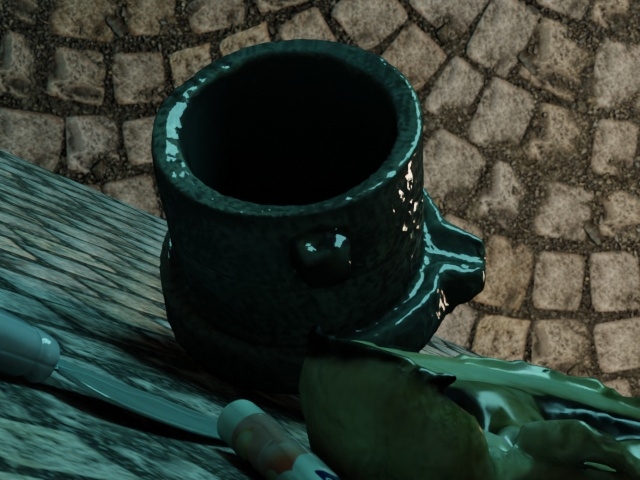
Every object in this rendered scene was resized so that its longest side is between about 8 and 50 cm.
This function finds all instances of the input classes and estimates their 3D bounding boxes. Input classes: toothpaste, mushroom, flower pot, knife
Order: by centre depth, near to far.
[{"bbox_3d":[-0.005,0.159,1.133,0.056,0.036,0.205,21,7,-36],"label":"toothpaste"},{"bbox_3d":[-0.159,0.092,1.167,0.331,0.044,0.080,26,0,-35],"label":"knife"},{"bbox_3d":[0.118,0.152,1.266,0.247,0.130,0.344,21,5,33],"label":"mushroom"},{"bbox_3d":[0.000,0.000,1.578,0.299,0.299,0.282,24,-39,26],"label":"flower pot"}]
